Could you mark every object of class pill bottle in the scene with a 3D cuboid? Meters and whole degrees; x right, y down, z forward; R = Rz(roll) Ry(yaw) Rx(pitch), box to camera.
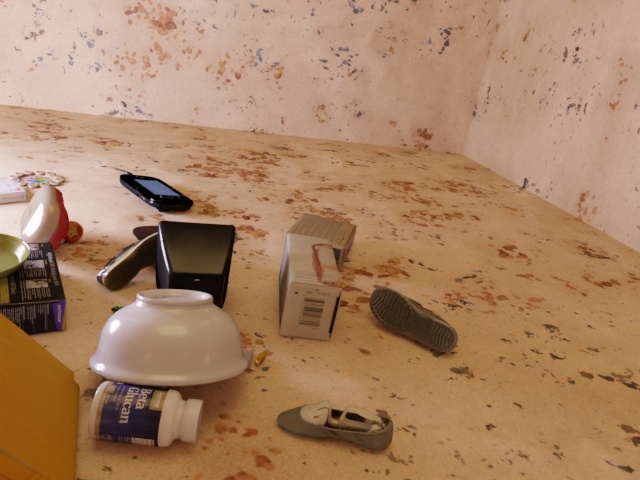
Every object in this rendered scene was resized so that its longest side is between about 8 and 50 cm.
[{"bbox_3d":[-0.285,0.291,0.927,0.169,0.094,0.094,8,22,-5],"label":"pill bottle"}]

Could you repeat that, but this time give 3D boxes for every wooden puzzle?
[{"bbox_3d":[-0.179,0.251,1.187,0.116,0.014,0.078,11,17,3],"label":"wooden puzzle"}]

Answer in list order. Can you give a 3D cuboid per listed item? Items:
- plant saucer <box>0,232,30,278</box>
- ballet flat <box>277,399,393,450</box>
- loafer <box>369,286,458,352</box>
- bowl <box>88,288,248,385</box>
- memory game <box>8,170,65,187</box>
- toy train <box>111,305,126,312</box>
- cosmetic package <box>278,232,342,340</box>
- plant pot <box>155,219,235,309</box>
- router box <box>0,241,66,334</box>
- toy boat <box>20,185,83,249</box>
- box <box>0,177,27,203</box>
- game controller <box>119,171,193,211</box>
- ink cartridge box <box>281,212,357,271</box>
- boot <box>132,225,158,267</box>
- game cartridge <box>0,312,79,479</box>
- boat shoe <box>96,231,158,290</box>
[{"bbox_3d":[-0.759,0.043,1.201,0.240,0.037,0.241,8,22,-3],"label":"plant saucer"},{"bbox_3d":[0.028,0.324,1.016,0.213,0.068,0.072,11,21,4],"label":"ballet flat"},{"bbox_3d":[0.234,0.203,1.408,0.251,0.094,0.087,33,5,27],"label":"loafer"},{"bbox_3d":[-0.280,0.169,1.066,0.297,0.134,0.298,5,3,0],"label":"bowl"},{"bbox_3d":[-1.021,-0.222,2.010,0.186,0.012,0.186,8,22,-3],"label":"memory game"},{"bbox_3d":[-0.441,0.161,1.294,0.083,0.017,0.024,6,12,-10],"label":"toy train"},{"bbox_3d":[-0.033,0.110,1.419,0.129,0.153,0.296,8,23,-8],"label":"cosmetic package"},{"bbox_3d":[-0.306,0.080,1.357,0.187,0.188,0.167,4,35,-15],"label":"plant pot"},{"bbox_3d":[-0.710,0.103,1.232,0.242,0.081,0.309,-3,25,-29],"label":"router box"},{"bbox_3d":[-0.737,-0.045,1.558,0.151,0.151,0.231,31,7,-35],"label":"toy boat"},{"bbox_3d":[-1.066,-0.156,1.788,0.186,0.038,0.145,-14,32,-44],"label":"box"},{"bbox_3d":[-0.593,-0.178,2.011,0.166,0.067,0.319,-11,30,-41],"label":"game controller"},{"bbox_3d":[0.000,0.000,1.789,0.193,0.088,0.235,14,21,8],"label":"ink cartridge box"},{"bbox_3d":[-0.402,-0.002,1.612,0.248,0.090,0.207,-7,30,-27],"label":"boot"},{"bbox_3d":[-0.490,0.208,0.822,0.052,0.324,0.285,-36,31,-3],"label":"game cartridge"},{"bbox_3d":[-0.480,0.041,1.437,0.073,0.080,0.223,15,44,33],"label":"boat shoe"}]
